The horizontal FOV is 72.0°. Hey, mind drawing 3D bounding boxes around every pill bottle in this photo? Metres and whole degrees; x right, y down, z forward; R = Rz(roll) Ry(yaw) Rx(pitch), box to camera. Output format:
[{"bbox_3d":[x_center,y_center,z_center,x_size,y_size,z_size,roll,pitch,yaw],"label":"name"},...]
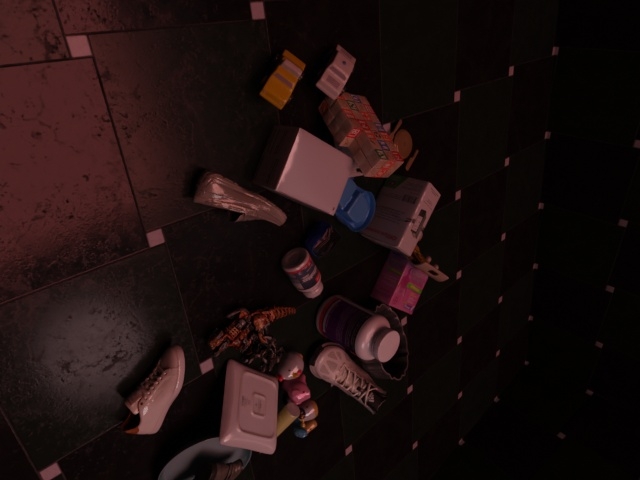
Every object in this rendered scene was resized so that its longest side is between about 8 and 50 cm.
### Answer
[{"bbox_3d":[0.143,0.346,1.719,0.181,0.323,0.182,-18,117,-38],"label":"pill bottle"},{"bbox_3d":[-0.059,0.122,1.595,0.108,0.108,0.180,-47,132,-20],"label":"pill bottle"}]

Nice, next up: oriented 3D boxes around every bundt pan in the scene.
[{"bbox_3d":[0.256,0.449,1.927,0.331,0.124,0.331,34,47,-45],"label":"bundt pan"}]

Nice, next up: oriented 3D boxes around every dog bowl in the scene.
[{"bbox_3d":[0.098,-0.159,1.661,0.166,0.074,0.297,-55,135,-12],"label":"dog bowl"}]

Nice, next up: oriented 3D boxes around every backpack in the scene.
[{"bbox_3d":[0.000,0.000,1.608,0.120,0.101,0.098,-55,133,-8],"label":"backpack"}]

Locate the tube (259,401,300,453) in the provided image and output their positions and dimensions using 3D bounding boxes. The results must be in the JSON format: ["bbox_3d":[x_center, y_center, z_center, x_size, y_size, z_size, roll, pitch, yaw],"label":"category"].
[{"bbox_3d":[-0.166,0.703,1.663,0.070,0.062,0.240,-7,140,-56],"label":"tube"}]

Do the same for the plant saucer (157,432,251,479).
[{"bbox_3d":[-0.394,0.762,1.508,0.317,0.044,0.318,-15,128,-20],"label":"plant saucer"}]

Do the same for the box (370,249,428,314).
[{"bbox_3d":[0.374,0.192,2.030,0.213,0.117,0.243,28,85,-46],"label":"box"}]

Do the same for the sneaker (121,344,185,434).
[{"bbox_3d":[-0.497,0.445,1.300,0.123,0.106,0.290,19,93,-48],"label":"sneaker"}]

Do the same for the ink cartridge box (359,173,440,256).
[{"bbox_3d":[0.321,-0.107,1.798,0.121,0.211,0.289,32,84,-47],"label":"ink cartridge box"}]

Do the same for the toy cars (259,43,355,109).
[{"bbox_3d":[-0.018,-0.519,1.349,0.393,0.087,0.176,-22,90,-33],"label":"toy cars"}]

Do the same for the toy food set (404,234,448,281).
[{"bbox_3d":[0.419,0.028,1.899,0.092,0.306,0.219,-44,137,17],"label":"toy food set"}]

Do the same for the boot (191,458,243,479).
[{"bbox_3d":[-0.380,0.840,1.494,0.246,0.083,0.161,-47,138,9],"label":"boot"}]

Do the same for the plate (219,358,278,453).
[{"bbox_3d":[-0.230,0.579,1.540,0.278,0.045,0.277,40,40,-44],"label":"plate"}]

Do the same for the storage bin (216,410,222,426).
[{"bbox_3d":[-0.272,0.653,1.613,0.180,0.084,0.122,40,77,-45],"label":"storage bin"}]

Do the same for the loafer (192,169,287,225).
[{"bbox_3d":[-0.241,-0.105,1.339,0.319,0.112,0.111,26,92,-38],"label":"loafer"}]

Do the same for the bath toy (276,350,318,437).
[{"bbox_3d":[-0.094,0.593,1.706,0.129,0.151,0.348,-46,133,-51],"label":"bath toy"}]

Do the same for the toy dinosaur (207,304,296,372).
[{"bbox_3d":[-0.217,0.315,1.500,0.322,0.164,0.218,-19,103,-14],"label":"toy dinosaur"}]

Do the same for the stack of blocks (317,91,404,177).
[{"bbox_3d":[0.133,-0.355,1.473,0.171,0.297,0.087,-6,152,-43],"label":"stack of blocks"}]

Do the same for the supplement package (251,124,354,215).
[{"bbox_3d":[-0.051,-0.225,1.431,0.262,0.145,0.204,20,91,-43],"label":"supplement package"}]

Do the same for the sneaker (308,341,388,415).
[{"bbox_3d":[0.149,0.587,1.866,0.169,0.257,0.447,-56,134,-12],"label":"sneaker"}]

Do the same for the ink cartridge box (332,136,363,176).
[{"bbox_3d":[0.122,-0.321,1.600,0.145,0.045,0.179,-15,96,-40],"label":"ink cartridge box"}]

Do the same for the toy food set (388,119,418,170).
[{"bbox_3d":[0.332,-0.395,1.827,0.192,0.038,0.132,50,63,-37],"label":"toy food set"}]
